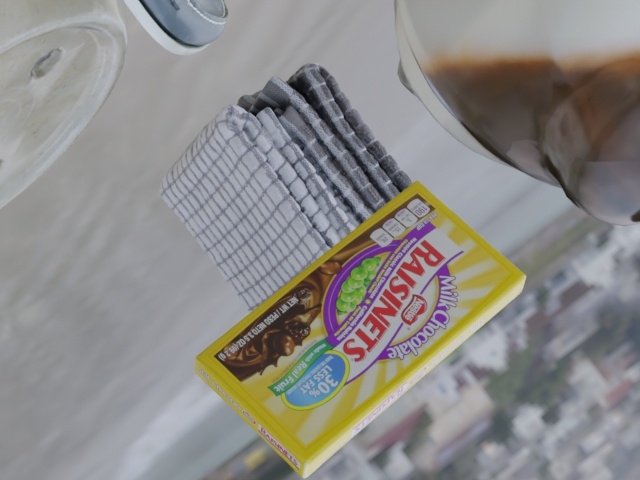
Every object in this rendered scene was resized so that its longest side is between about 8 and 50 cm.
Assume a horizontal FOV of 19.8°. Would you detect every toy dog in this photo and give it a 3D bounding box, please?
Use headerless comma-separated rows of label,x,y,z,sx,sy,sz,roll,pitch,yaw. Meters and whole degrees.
toy dog,0.220,-0.134,0.880,0.408,0.284,0.395,-16,-176,-27

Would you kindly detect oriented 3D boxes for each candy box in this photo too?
candy box,0.028,0.054,1.201,0.206,0.105,0.027,-39,161,-24

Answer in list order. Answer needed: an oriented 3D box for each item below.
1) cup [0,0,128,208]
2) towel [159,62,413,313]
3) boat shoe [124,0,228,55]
cup,-0.227,-0.129,0.863,0.331,0.237,0.331,-40,168,-10
towel,0.000,0.000,1.625,0.121,0.283,0.235,-37,177,-25
boat shoe,-0.129,-0.246,1.473,0.099,0.116,0.319,-27,154,10
